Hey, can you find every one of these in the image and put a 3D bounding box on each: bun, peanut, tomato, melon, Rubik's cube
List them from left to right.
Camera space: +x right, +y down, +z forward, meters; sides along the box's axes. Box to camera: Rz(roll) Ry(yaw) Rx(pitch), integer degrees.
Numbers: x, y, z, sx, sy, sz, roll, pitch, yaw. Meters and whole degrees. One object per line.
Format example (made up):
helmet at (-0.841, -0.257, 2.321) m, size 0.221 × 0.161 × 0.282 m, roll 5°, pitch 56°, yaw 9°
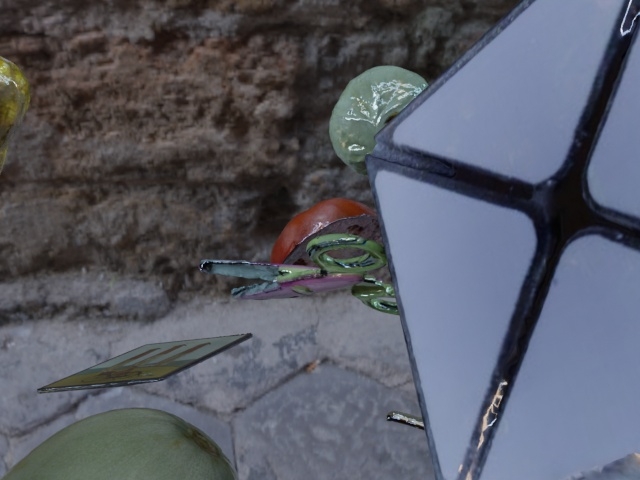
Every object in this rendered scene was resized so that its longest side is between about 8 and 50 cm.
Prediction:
peanut at (-0.400, -0.124, 0.935) m, size 0.087 × 0.206 × 0.087 m, roll 27°, pitch 29°, yaw -16°
melon at (-0.195, 0.298, 0.702) m, size 0.272 × 0.271 × 0.307 m, roll 13°, pitch 69°, yaw 8°
tomato at (0.001, -0.003, 1.436) m, size 0.225 × 0.225 × 0.085 m, roll -20°, pitch 66°, yaw -22°
bun at (0.110, -0.194, 1.360) m, size 0.196 × 0.195 × 0.118 m, roll 3°, pitch 18°, yaw -1°
Rubik's cube at (0.206, 0.005, 0.420) m, size 0.259 × 0.255 × 0.260 m, roll 10°, pitch 54°, yaw -37°

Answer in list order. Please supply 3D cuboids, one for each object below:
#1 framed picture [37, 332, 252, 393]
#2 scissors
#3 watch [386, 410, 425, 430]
framed picture at (-0.295, 0.213, 1.421) m, size 0.244 × 0.013 × 0.324 m, roll -8°, pitch 4°, yaw 21°
scissors at (-0.012, 0.031, 0.634) m, size 0.187 × 0.133 × 0.019 m, roll -3°, pitch 61°, yaw 34°
watch at (0.231, 0.210, 1.146) m, size 0.269 × 0.164 × 0.102 m, roll 7°, pitch 10°, yaw 20°
